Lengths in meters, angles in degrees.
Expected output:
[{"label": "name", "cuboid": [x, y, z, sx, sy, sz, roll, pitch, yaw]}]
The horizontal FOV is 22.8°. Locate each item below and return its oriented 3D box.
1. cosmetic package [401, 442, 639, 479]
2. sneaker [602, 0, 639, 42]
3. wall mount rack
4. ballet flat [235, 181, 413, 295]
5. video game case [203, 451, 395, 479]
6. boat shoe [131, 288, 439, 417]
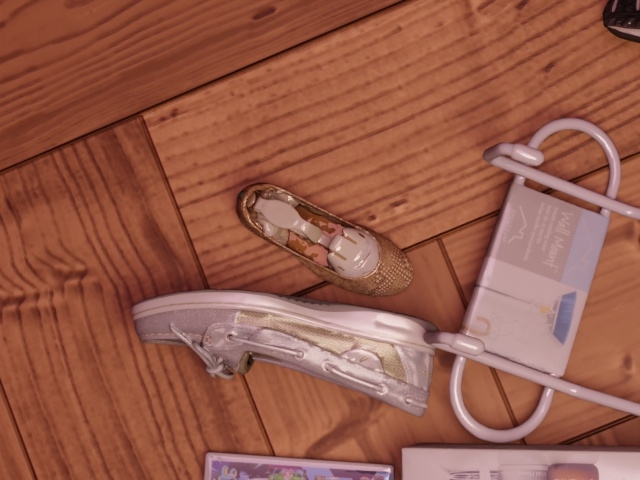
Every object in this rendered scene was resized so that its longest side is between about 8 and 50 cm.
[{"label": "cosmetic package", "cuboid": [0.270, 0.346, 1.566, 0.377, 0.097, 0.285, -1, 87, 15]}, {"label": "sneaker", "cuboid": [0.424, -0.219, 1.627, 0.271, 0.108, 0.100, 5, 54, 22]}, {"label": "wall mount rack", "cuboid": [0.279, 0.053, 1.597, 0.304, 0.130, 0.350, 19, 83, -9]}, {"label": "ballet flat", "cuboid": [0.000, 0.000, 1.667, 0.206, 0.067, 0.073, 24, 86, 8]}, {"label": "video game case", "cuboid": [-0.027, 0.319, 1.661, 0.201, 0.023, 0.183, 3, 85, 8]}, {"label": "boat shoe", "cuboid": [-0.041, 0.112, 1.638, 0.320, 0.118, 0.103, 8, 81, 0]}]
